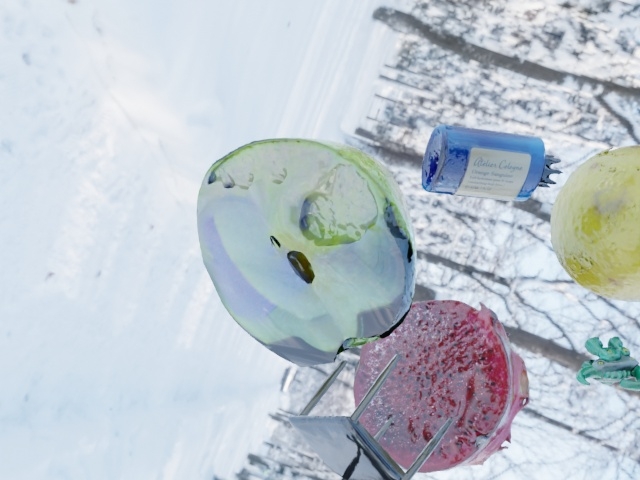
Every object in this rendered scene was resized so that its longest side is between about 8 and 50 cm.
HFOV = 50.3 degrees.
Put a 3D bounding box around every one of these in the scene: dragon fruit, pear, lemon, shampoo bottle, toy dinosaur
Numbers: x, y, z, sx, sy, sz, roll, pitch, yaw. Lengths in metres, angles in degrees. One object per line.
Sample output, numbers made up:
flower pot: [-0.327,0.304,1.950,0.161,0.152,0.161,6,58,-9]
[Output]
dragon fruit: [0.272,0.316,1.471,0.386,0.371,0.249,-47,141,10]
pear: [0.000,-0.005,1.114,0.165,0.398,0.399,-34,149,-50]
lemon: [0.514,-0.029,1.105,0.310,0.257,0.258,158,-47,-82]
shampoo bottle: [0.220,-0.095,0.862,0.050,0.182,0.087,-131,-132,-61]
toy dinosaur: [0.409,0.179,0.939,0.096,0.132,0.059,-130,-144,-65]

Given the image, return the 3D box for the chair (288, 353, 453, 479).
chair: [0.049,0.327,1.070,0.272,0.166,0.188,-48,-164,-33]
